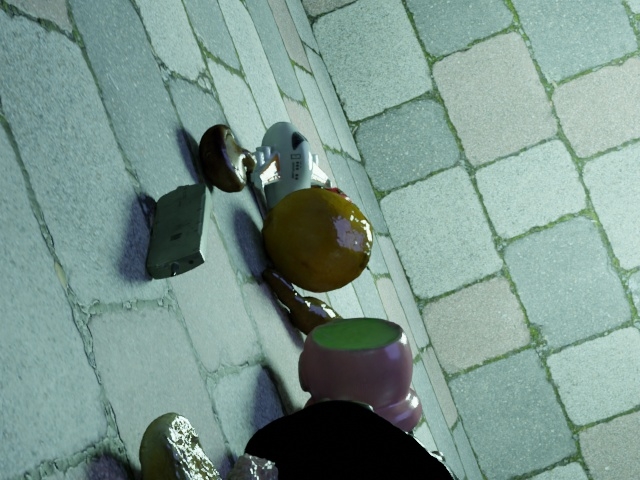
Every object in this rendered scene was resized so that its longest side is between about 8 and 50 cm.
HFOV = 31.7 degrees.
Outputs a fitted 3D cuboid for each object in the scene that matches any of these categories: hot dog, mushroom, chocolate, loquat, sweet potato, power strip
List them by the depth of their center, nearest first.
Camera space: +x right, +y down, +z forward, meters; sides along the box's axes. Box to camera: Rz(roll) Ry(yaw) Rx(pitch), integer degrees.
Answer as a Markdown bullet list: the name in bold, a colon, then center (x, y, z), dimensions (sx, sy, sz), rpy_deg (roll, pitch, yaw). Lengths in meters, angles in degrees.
- **hot dog**: center (-0.138, 0.310, 1.258), dimensions (0.242, 0.073, 0.084), rpy_deg (61, 12, -5)
- **power strip**: center (-0.196, -0.012, 1.582), dimensions (0.227, 0.080, 0.029), rpy_deg (-93, 163, -57)
- **chocolate**: center (0.067, 0.373, 1.628), dimensions (0.340, 0.225, 0.210), rpy_deg (30, -10, 17)
- **mushroom**: center (-0.164, -0.145, 1.965), dimensions (0.127, 0.087, 0.127), rpy_deg (-22, 90, -83)
- **sweet potato**: center (-0.026, 0.137, 2.139), dimensions (0.269, 0.075, 0.074), rpy_deg (40, 28, -40)
- **loquat**: center (0.000, 0.000, 2.155), dimensions (0.234, 0.187, 0.176), rpy_deg (29, 16, -18)

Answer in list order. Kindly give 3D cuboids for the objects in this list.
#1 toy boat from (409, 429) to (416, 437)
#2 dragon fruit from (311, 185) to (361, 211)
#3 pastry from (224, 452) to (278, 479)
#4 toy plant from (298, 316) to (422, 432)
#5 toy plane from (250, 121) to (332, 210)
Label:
- **toy boat**: center (0.182, 0.465, 2.451), dimensions (0.295, 0.088, 0.129), rpy_deg (56, 16, -45)
- **dragon fruit**: center (0.006, -0.030, 2.413), dimensions (0.172, 0.167, 0.160), rpy_deg (63, -33, 35)
- **pastry**: center (-0.071, 0.390, 1.369), dimensions (0.103, 0.112, 0.265), rpy_deg (42, 15, -43)
- **toy plant**: center (0.077, 0.312, 1.972), dimensions (0.317, 0.211, 0.356), rpy_deg (-75, 154, -75)
- **toy plane**: center (-0.058, -0.122, 2.283), dimensions (0.245, 0.117, 0.244), rpy_deg (13, 73, -53)
